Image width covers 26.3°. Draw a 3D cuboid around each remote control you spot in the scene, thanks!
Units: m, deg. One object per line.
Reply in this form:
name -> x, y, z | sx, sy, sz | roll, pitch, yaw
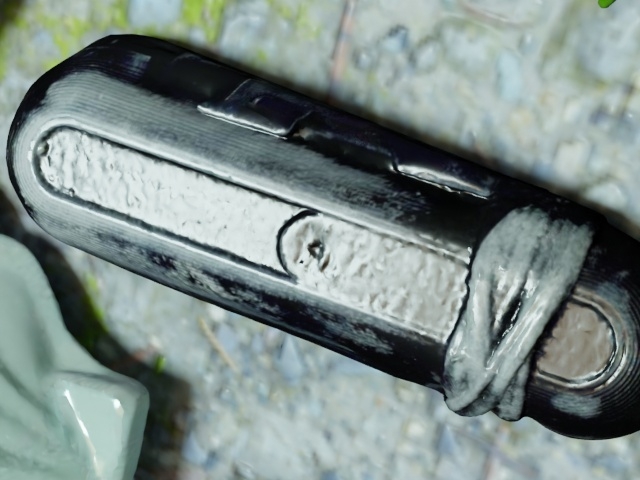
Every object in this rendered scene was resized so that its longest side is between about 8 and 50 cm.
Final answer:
remote control -> 0.000, 0.000, 0.484 | 0.266, 0.066, 0.090 | 23, 118, 21

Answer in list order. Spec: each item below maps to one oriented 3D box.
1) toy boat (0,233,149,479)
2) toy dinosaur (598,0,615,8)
toy boat -> -0.210, 0.053, 0.593 | 0.290, 0.100, 0.199 | 24, 115, 22
toy dinosaur -> 0.161, -0.110, 0.356 | 0.177, 0.152, 0.194 | 23, 110, -11
